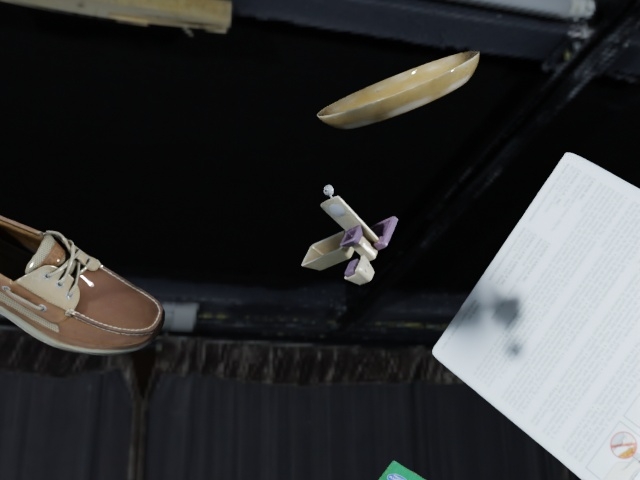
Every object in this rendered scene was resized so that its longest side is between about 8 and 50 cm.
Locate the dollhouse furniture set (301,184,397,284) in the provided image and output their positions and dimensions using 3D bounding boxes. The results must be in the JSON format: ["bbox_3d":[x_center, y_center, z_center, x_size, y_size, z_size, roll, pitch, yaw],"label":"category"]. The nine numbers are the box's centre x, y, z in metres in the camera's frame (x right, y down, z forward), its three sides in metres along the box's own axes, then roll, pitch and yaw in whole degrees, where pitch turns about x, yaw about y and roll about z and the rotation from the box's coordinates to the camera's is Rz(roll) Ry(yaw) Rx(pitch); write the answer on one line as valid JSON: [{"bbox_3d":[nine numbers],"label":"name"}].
[{"bbox_3d":[0.000,0.000,0.908,0.081,0.091,0.114,44,-42,-21],"label":"dollhouse furniture set"}]

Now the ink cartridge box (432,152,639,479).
[{"bbox_3d":[0.357,0.118,1.036,0.091,0.385,0.308,24,-78,-52],"label":"ink cartridge box"}]

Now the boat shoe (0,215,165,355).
[{"bbox_3d":[-0.356,0.052,1.176,0.324,0.123,0.116,20,-42,-11],"label":"boat shoe"}]

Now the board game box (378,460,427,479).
[{"bbox_3d":[0.156,0.358,0.872,0.213,0.046,0.317,25,-35,30],"label":"board game box"}]

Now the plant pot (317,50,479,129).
[{"bbox_3d":[0.110,-0.202,1.237,0.236,0.032,0.236,-22,12,5],"label":"plant pot"}]
